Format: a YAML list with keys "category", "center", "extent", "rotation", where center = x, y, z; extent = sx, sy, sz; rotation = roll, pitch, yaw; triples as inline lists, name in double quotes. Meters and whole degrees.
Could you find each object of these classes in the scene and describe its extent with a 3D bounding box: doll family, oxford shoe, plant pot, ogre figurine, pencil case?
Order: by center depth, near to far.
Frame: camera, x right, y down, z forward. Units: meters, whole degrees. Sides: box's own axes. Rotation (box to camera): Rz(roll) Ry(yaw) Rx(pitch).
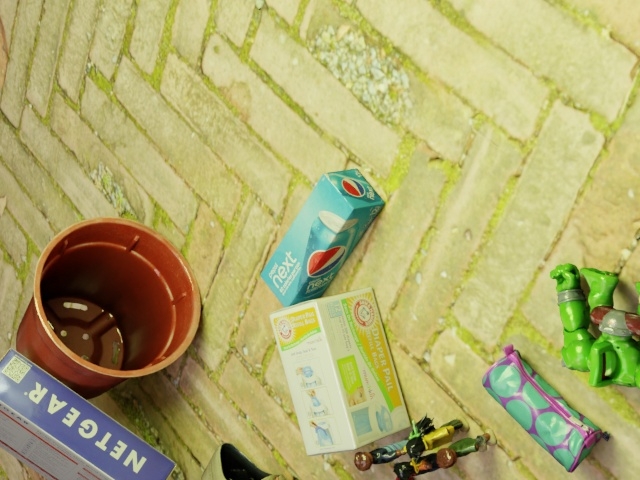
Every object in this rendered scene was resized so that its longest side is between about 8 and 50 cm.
- category: "ogre figurine"
  center: [0.322, 0.097, 1.063]
  extent: [0.197, 0.097, 0.118]
  rotation: [14, 97, 31]
- category: "pencil case"
  center: [0.260, 0.196, 1.166]
  extent: [0.152, 0.064, 0.070]
  rotation: [44, 143, 29]
- category: "doll family"
  center: [0.127, 0.272, 1.282]
  extent: [0.193, 0.111, 0.076]
  rotation: [-41, 70, 42]
- category: "oxford shoe"
  center: [-0.076, 0.431, 1.510]
  extent: [0.348, 0.123, 0.130]
  rotation: [27, 110, 41]
- category: "plant pot"
  center: [-0.378, 0.137, 1.670]
  extent: [0.265, 0.272, 0.272]
  rotation: [-40, 71, 51]

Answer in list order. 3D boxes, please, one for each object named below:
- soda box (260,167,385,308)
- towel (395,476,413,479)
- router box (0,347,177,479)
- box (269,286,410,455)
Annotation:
- category: "soda box"
  center: [0.000, 0.000, 1.380]
  extent: [0.071, 0.067, 0.210]
  rotation: [52, 131, 24]
- category: "towel"
  center: [0.124, 0.480, 1.391]
  extent: [0.199, 0.031, 0.274]
  rotation: [45, 127, 30]
- category: "router box"
  center: [-0.438, 0.347, 1.713]
  extent: [0.335, 0.082, 0.301]
  rotation: [37, 150, -7]
- category: "box"
  center: [0.026, 0.176, 1.359]
  extent: [0.103, 0.114, 0.203]
  rotation: [-20, 84, 47]
